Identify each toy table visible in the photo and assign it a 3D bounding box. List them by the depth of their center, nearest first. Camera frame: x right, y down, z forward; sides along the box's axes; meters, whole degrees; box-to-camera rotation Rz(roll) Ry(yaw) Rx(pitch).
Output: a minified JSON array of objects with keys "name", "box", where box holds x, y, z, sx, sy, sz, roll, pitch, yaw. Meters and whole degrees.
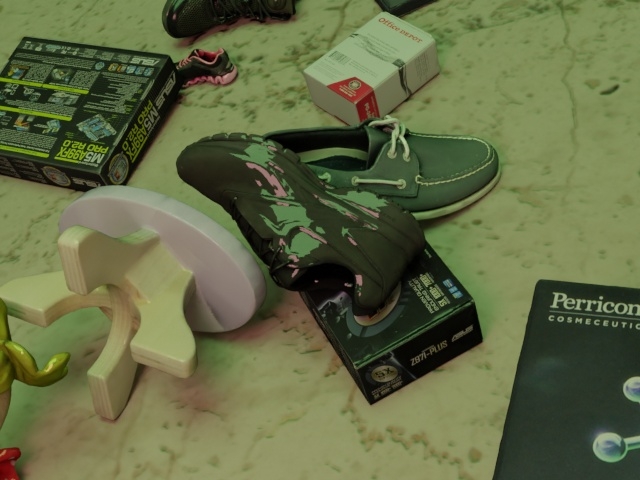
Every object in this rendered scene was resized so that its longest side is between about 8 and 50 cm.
[{"name":"toy table","box":[-0.216,0.059,1.229,0.274,0.252,0.161,6,36,30]}]

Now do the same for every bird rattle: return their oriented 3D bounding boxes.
[{"name":"bird rattle","box":[-0.385,0.182,1.143,0.143,0.207,0.253,35,101,34]}]

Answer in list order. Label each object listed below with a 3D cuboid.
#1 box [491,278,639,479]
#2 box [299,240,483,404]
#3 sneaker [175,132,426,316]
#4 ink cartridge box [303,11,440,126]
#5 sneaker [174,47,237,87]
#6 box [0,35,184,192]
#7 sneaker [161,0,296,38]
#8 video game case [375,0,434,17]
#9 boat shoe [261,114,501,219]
[{"name":"box","box":[0.297,0.257,0.904,0.294,0.212,0.395,4,52,21]},{"name":"box","box":[0.069,0.066,1.223,0.147,0.077,0.180,-28,49,-7]},{"name":"sneaker","box":[-0.037,-0.019,1.173,0.286,0.109,0.130,24,68,14]},{"name":"ink cartridge box","box":[0.071,-0.228,1.481,0.150,0.063,0.109,-39,51,-17]},{"name":"sneaker","box":[-0.181,-0.254,1.585,0.119,0.057,0.047,-4,52,15]},{"name":"box","box":[-0.359,-0.181,1.563,0.270,0.060,0.216,11,61,25]},{"name":"sneaker","box":[-0.122,-0.362,1.637,0.227,0.087,0.130,-30,42,-16]},{"name":"video game case","box":[0.187,-0.444,1.656,0.274,0.026,0.196,-26,48,-4]},{"name":"boat shoe","box":[0.068,-0.092,1.306,0.319,0.099,0.116,-6,44,-11]}]
